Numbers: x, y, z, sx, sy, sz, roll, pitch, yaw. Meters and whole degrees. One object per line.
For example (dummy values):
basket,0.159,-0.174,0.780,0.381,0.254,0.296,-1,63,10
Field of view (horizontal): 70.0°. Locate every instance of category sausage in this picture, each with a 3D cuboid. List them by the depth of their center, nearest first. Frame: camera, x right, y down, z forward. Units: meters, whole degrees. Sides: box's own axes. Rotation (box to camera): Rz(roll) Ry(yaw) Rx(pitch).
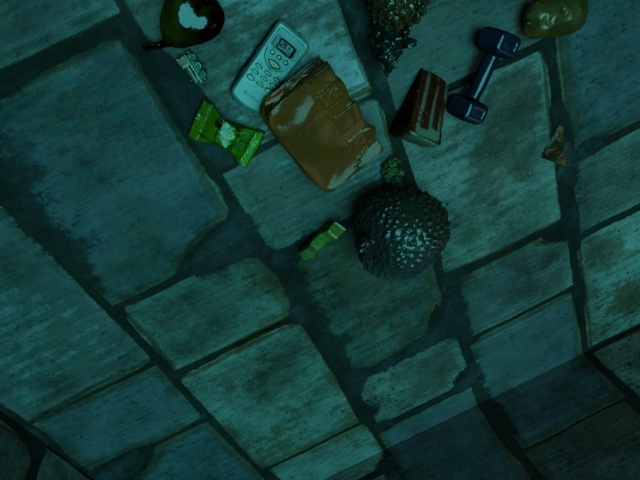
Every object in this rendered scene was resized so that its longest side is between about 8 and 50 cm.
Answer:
sausage,0.831,-0.795,1.620,0.242,0.120,0.136,-9,109,-9

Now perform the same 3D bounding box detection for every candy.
candy,-0.325,-0.363,1.586,0.247,0.069,0.149,25,108,-27

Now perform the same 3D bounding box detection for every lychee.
lychee,0.310,-0.032,1.781,0.433,0.380,0.379,-19,126,-35

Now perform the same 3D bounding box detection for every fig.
fig,-0.426,-0.644,1.370,0.274,0.145,0.170,-29,121,18

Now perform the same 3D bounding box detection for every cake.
cake,0.373,-0.479,1.719,0.158,0.160,0.261,18,78,-23

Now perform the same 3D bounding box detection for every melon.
melon,0.000,0.000,1.855,0.209,0.118,0.064,-43,107,-3

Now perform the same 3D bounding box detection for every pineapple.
pineapple,0.243,-0.721,1.469,0.223,0.222,0.357,-6,130,-12

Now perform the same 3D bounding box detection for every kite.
kite,0.998,-0.384,1.967,0.125,0.008,0.222,-26,122,3

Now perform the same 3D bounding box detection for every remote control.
remote control,-0.174,-0.569,1.516,0.140,0.056,0.296,33,106,-27

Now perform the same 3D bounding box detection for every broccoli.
broccoli,0.285,-0.271,1.790,0.097,0.092,0.095,-46,135,-8

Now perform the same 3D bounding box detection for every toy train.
toy train,-0.410,-0.554,1.470,0.064,0.044,0.103,-29,120,6

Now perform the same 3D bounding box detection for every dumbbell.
dumbbell,0.585,-0.593,1.656,0.144,0.160,0.324,-7,126,-49

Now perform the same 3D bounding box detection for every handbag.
handbag,0.009,-0.392,1.608,0.304,0.116,0.410,-38,129,5
